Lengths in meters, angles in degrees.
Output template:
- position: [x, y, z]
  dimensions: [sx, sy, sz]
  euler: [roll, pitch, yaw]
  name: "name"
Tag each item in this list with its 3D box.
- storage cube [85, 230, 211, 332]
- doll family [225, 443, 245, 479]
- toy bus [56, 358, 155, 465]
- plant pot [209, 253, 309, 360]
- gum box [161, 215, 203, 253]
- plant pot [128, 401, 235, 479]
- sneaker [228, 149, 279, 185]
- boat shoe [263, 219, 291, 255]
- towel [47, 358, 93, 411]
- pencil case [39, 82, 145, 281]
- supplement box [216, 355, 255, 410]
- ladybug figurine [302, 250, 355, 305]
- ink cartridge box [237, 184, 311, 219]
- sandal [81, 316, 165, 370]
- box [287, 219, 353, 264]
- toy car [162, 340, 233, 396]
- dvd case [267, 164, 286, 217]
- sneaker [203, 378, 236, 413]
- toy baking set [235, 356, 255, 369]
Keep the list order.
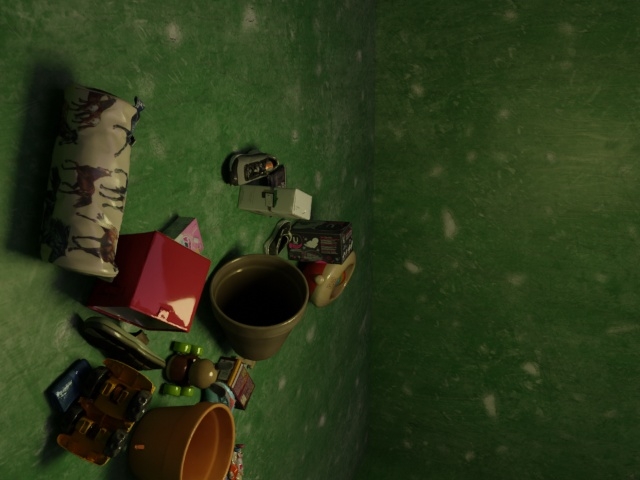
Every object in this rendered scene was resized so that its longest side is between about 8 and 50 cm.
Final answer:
- position: [-0.416, 0.103, 1.430]
  dimensions: [0.215, 0.183, 0.193]
  euler: [36, 59, -43]
  name: "storage cube"
- position: [-0.338, 0.806, 2.056]
  dimensions: [0.263, 0.118, 0.163]
  euler: [90, 4, -75]
  name: "doll family"
- position: [-0.506, 0.416, 1.422]
  dimensions: [0.220, 0.149, 0.211]
  euler: [-62, 179, -19]
  name: "toy bus"
- position: [-0.214, 0.255, 1.988]
  dimensions: [0.323, 0.323, 0.281]
  euler: [-62, 167, -46]
  name: "plant pot"
- position: [-0.410, 0.020, 1.671]
  dimensions: [0.188, 0.062, 0.107]
  euler: [-58, 148, -50]
  name: "gum box"
- position: [-0.399, 0.590, 1.656]
  dimensions: [0.291, 0.203, 0.291]
  euler: [7, 90, -70]
  name: "plant pot"
- position: [-0.233, -0.255, 2.017]
  dimensions: [0.271, 0.107, 0.100]
  euler: [-44, 138, -59]
  name: "sneaker"
- position: [-0.154, -0.008, 2.348]
  dimensions: [0.219, 0.070, 0.078]
  euler: [-61, 150, -48]
  name: "boat shoe"
- position: [-0.575, 0.334, 1.356]
  dimensions: [0.119, 0.029, 0.067]
  euler: [-55, 144, -53]
  name: "towel"
- position: [-0.492, -0.119, 1.271]
  dimensions: [0.183, 0.159, 0.411]
  euler: [13, 83, -55]
  name: "pencil case"
- position: [-0.307, 0.503, 2.057]
  dimensions: [0.188, 0.080, 0.104]
  euler: [74, 29, -45]
  name: "supplement box"
- position: [0.030, 0.153, 2.695]
  dimensions: [0.305, 0.161, 0.449]
  euler: [-61, 167, 4]
  name: "ladybug figurine"
- position: [-0.158, -0.136, 2.086]
  dimensions: [0.160, 0.219, 0.093]
  euler: [17, 80, -70]
  name: "ink cartridge box"
- position: [-0.481, 0.257, 1.481]
  dimensions: [0.303, 0.120, 0.086]
  euler: [68, 20, -51]
  name: "sandal"
- position: [0.000, 0.000, 2.513]
  dimensions: [0.163, 0.247, 0.142]
  euler: [-48, 138, -59]
  name: "box"
- position: [-0.352, 0.398, 1.751]
  dimensions: [0.149, 0.188, 0.155]
  euler: [42, 57, -66]
  name: "toy car"
- position: [-0.168, -0.196, 2.293]
  dimensions: [0.221, 0.018, 0.165]
  euler: [-55, 146, -69]
  name: "dvd case"
- position: [-0.350, 0.587, 1.935]
  dimensions: [0.125, 0.104, 0.262]
  euler: [-37, 129, -61]
  name: "sneaker"
- position: [-0.267, 0.389, 2.220]
  dimensions: [0.197, 0.030, 0.256]
  euler: [71, 31, -44]
  name: "toy baking set"
